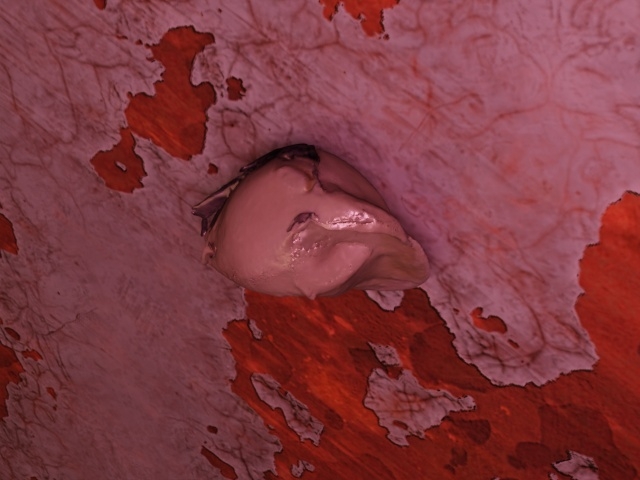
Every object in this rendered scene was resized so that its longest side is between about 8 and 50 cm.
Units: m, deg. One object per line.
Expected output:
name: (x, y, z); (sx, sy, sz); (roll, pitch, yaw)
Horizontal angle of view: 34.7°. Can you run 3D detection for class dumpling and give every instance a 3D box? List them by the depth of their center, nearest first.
dumpling: (-0.006, -0.017, 1.102); (0.293, 0.205, 0.163); (-14, 82, 56)
